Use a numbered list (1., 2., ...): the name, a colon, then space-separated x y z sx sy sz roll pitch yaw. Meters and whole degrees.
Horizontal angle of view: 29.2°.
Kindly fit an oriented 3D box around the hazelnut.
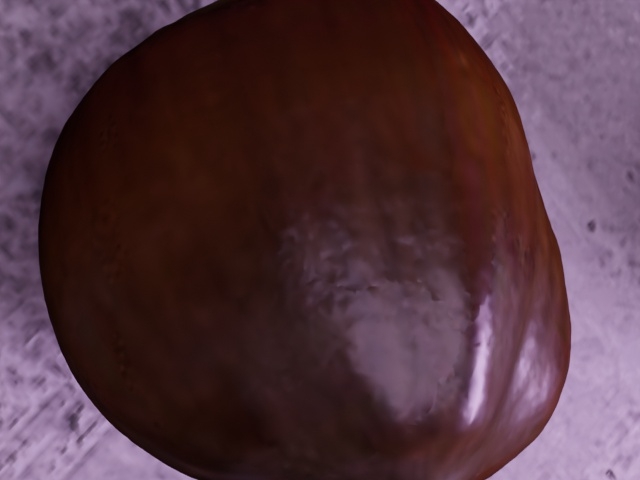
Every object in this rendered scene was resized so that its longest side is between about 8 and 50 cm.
1. hazelnut: 0.005 -0.006 0.463 0.210 0.210 0.186 10 97 -30
